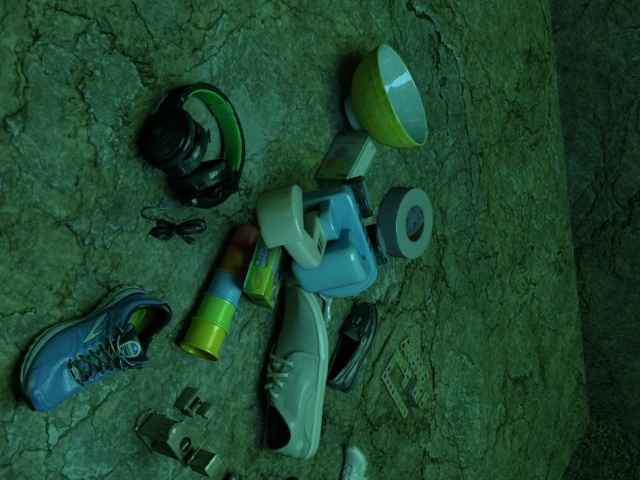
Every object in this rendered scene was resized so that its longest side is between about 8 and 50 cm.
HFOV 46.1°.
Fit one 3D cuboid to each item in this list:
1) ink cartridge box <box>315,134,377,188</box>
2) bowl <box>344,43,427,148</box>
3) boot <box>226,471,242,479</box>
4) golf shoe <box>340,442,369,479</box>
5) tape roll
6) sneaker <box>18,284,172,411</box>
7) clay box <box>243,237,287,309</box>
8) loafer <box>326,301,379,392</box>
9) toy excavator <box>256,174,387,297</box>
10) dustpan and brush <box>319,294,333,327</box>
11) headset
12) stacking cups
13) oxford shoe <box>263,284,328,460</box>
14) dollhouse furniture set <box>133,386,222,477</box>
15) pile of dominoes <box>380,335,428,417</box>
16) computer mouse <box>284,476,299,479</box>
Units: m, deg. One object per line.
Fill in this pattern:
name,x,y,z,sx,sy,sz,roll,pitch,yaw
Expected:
ink cartridge box,0.059,-0.184,2.002,0.062,0.109,0.209,52,56,-42
bowl,0.159,-0.367,2.042,0.289,0.156,0.289,43,36,-44
boot,-0.233,0.588,1.790,0.114,0.037,0.106,-49,144,-33
golf shoe,0.094,0.683,2.211,0.086,0.069,0.176,-30,117,-40
tape roll,0.262,-0.054,2.318,0.219,0.072,0.219,-11,104,-51
sneaker,-0.412,0.198,1.411,0.330,0.147,0.129,-44,128,-39
clay box,-0.128,0.079,1.760,0.222,0.053,0.127,79,27,-76
loafer,0.090,0.295,2.130,0.084,0.096,0.267,31,73,-44
toy excavator,0.000,0.000,1.707,0.445,0.223,0.432,-83,156,-59
dustpan and brush,0.030,0.135,2.066,0.147,0.060,0.211,-1,89,-51
headset,-0.246,-0.158,1.546,0.243,0.185,0.394,57,41,-39
stacking cups,-0.222,0.109,1.709,0.096,0.096,0.316,44,56,-46
oxford shoe,-0.073,0.335,1.880,0.130,0.169,0.448,1,95,-31
dollhouse furniture set,-0.269,0.383,1.594,0.161,0.182,0.101,-51,132,-35
pile of dominoes,0.293,0.445,2.455,0.196,0.040,0.251,-56,135,-31
computer mouse,-0.116,0.744,1.947,0.262,0.060,0.183,-19,109,-50
